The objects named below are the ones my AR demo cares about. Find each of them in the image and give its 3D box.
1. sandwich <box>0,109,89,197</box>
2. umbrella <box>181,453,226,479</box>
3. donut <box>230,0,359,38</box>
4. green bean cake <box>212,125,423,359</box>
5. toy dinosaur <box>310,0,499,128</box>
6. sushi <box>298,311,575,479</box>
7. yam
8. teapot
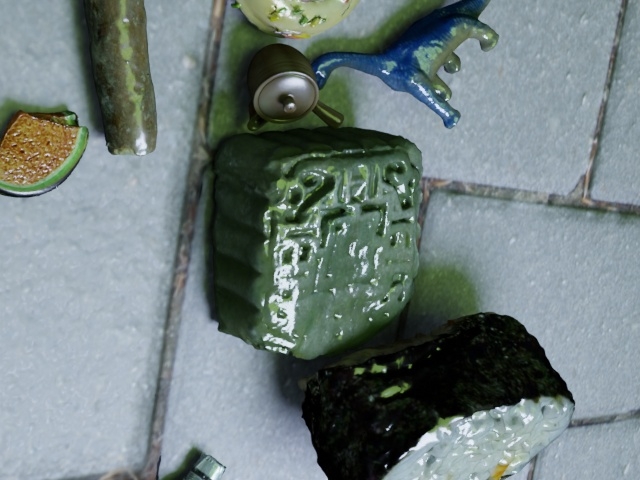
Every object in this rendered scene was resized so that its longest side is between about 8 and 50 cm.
[{"bbox_3d":[-0.247,-0.076,0.849,0.069,0.026,0.101,42,71,-35],"label":"sandwich"},{"bbox_3d":[-0.159,0.308,1.012,0.046,0.050,0.188,37,75,-6],"label":"umbrella"},{"bbox_3d":[-0.017,-0.281,0.961,0.174,0.068,0.175,-13,111,-38],"label":"donut"},{"bbox_3d":[0.000,0.000,1.021,0.222,0.125,0.227,-10,113,-38],"label":"green bean cake"},{"bbox_3d":[0.106,-0.234,1.083,0.188,0.075,0.248,33,86,-33],"label":"toy dinosaur"},{"bbox_3d":[0.134,0.189,1.112,0.350,0.171,0.211,-6,137,-41],"label":"sushi"},{"bbox_3d":[-0.178,-0.210,0.848,0.061,0.061,0.274,-19,114,-36],"label":"yam"},{"bbox_3d":[-0.028,-0.142,0.982,0.110,0.080,0.085,25,125,-38],"label":"teapot"}]
